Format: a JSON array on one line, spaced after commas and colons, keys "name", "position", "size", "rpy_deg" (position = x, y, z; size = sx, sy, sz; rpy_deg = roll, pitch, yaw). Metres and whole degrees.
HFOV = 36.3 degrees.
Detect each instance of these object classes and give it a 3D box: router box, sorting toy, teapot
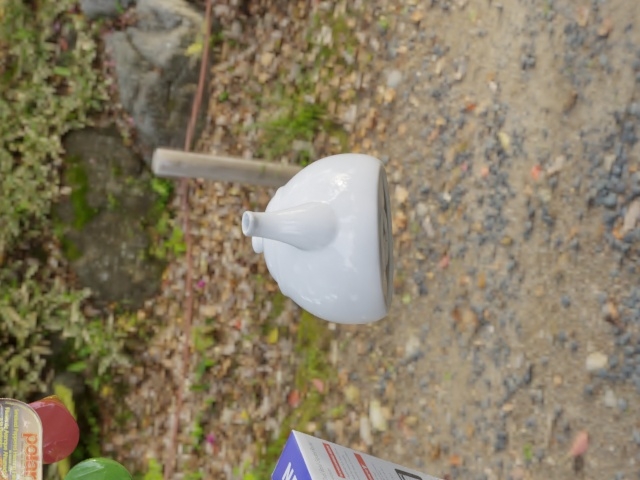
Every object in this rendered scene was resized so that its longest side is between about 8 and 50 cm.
[{"name": "router box", "position": [0.109, 0.395, 1.283], "size": [0.082, 0.301, 0.335], "rpy_deg": [-66, 15, 8]}, {"name": "sorting toy", "position": [-0.413, 0.406, 1.772], "size": [0.127, 0.365, 0.126], "rpy_deg": [-34, 20, 7]}, {"name": "teapot", "position": [0.000, 0.000, 1.348], "size": [0.252, 0.187, 0.256], "rpy_deg": [-79, -17, -53]}]

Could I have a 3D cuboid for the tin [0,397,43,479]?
[{"name": "tin", "position": [-0.393, 0.284, 1.195], "size": [0.040, 0.106, 0.189], "rpy_deg": [95, 167, -51]}]
